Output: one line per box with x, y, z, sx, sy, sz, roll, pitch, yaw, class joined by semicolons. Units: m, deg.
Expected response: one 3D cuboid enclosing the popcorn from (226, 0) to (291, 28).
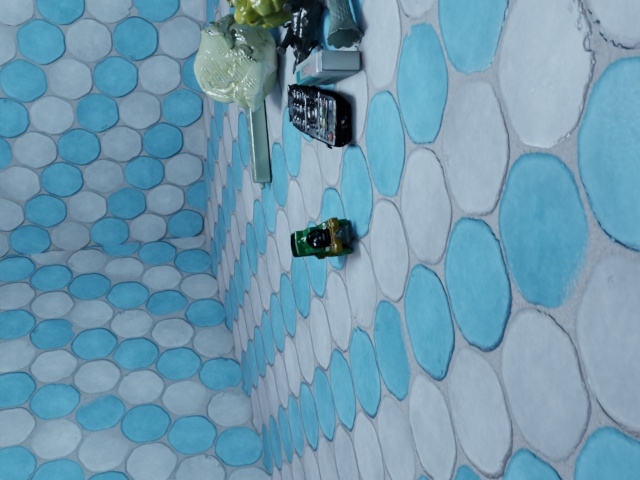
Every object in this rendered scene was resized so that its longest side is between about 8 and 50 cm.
-0.138;-0.677;1.953;0.215;0.252;0.286;42;170;-2;popcorn

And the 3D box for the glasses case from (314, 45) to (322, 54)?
0.000;-0.461;1.897;0.032;0.021;0.083;116;144;-59;glasses case

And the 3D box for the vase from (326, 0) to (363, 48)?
0.044;-0.509;1.640;0.081;0.081;0.149;125;140;-67;vase

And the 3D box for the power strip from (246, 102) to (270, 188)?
-0.224;-0.374;2.635;0.091;0.062;0.385;-161;66;-76;power strip

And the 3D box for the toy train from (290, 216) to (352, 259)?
0.000;0.000;1.877;0.227;0.136;0.091;156;107;-76;toy train

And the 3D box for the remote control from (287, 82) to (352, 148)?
-0.007;-0.324;1.903;0.399;0.062;0.145;-139;44;-65;remote control

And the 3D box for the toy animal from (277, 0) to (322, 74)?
-0.052;-0.510;1.899;0.137;0.082;0.269;-63;-15;-45;toy animal

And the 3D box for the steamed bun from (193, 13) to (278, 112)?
-0.249;-0.576;2.364;0.268;0.207;0.280;28;133;15;steamed bun

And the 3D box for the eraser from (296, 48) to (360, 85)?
0.015;-0.403;1.737;0.225;0.095;0.052;-166;74;-73;eraser
